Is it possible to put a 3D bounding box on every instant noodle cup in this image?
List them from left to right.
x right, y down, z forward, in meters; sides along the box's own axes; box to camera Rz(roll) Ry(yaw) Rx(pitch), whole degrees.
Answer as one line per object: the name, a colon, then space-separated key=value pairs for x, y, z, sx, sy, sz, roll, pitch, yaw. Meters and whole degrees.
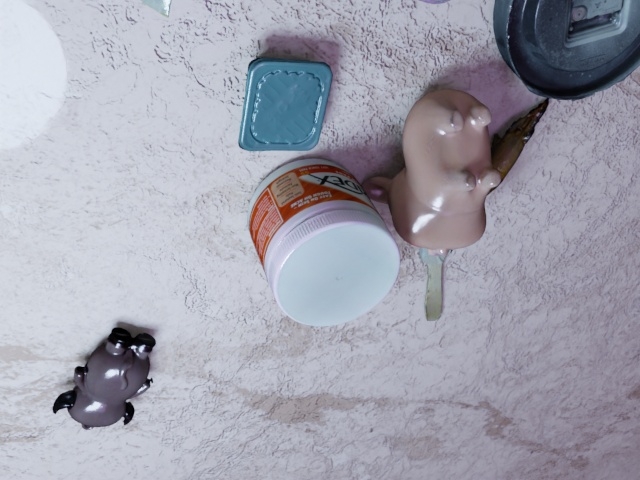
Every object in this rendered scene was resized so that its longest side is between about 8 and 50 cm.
instant noodle cup: x=-0.070 y=-0.251 z=1.266 sx=0.157 sy=0.070 sz=0.179 roll=-2 pitch=126 yaw=-22

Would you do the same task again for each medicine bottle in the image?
medicine bottle: x=0.000 y=0.000 z=1.373 sx=0.252 sy=0.241 sz=0.253 roll=-11 pitch=130 yaw=-13

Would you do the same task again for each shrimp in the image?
shrimp: x=0.393 y=-0.200 z=1.504 sx=0.066 sy=0.117 sz=0.262 roll=35 pitch=86 yaw=-9

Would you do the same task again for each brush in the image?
brush: x=0.273 y=0.074 z=1.682 sx=0.085 sy=0.020 sz=0.337 roll=-14 pitch=130 yaw=-12

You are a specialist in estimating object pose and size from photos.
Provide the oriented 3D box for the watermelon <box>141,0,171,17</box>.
watermelon: x=-0.244 y=-0.468 z=0.965 sx=0.255 sy=0.260 sz=0.176 roll=-23 pitch=146 yaw=19

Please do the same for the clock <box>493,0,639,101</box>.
clock: x=0.510 y=-0.458 z=1.333 sx=0.385 sy=0.076 sz=0.386 roll=-11 pitch=128 yaw=-14

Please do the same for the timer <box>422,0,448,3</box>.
timer: x=0.185 y=-0.511 z=1.169 sx=0.190 sy=0.069 sz=0.209 roll=6 pitch=122 yaw=-26

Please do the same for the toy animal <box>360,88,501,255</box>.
toy animal: x=0.236 y=-0.131 z=1.392 sx=0.236 sy=0.269 sz=0.327 roll=-4 pitch=95 yaw=-20

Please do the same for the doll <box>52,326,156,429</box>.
doll: x=-0.456 y=0.304 z=1.506 sx=0.181 sy=0.117 sz=0.257 roll=19 pitch=116 yaw=-30
